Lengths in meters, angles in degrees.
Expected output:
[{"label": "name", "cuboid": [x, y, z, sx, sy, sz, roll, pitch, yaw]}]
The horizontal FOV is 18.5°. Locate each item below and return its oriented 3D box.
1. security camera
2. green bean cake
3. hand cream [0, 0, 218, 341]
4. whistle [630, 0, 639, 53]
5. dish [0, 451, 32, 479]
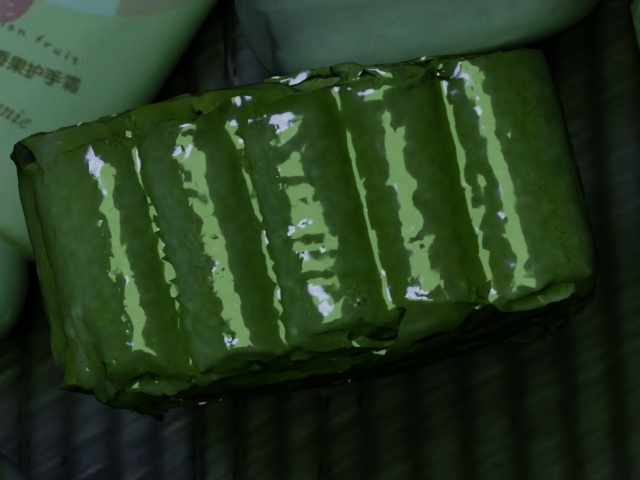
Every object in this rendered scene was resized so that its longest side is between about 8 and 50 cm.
[{"label": "security camera", "cuboid": [0.113, -0.129, 0.784, 0.301, 0.157, 0.080, -13, 107, 6]}, {"label": "green bean cake", "cuboid": [0.000, 0.000, 0.751, 0.200, 0.214, 0.113, -11, 84, 6]}, {"label": "hand cream", "cuboid": [-0.112, -0.097, 0.861, 0.147, 0.093, 0.306, 24, 78, 12]}, {"label": "whistle", "cuboid": [0.192, -0.021, 0.780, 0.123, 0.123, 0.223, -27, 59, 7]}, {"label": "dish", "cuboid": [-0.164, 0.243, 0.736, 0.124, 0.324, 0.324, 34, 91, -16]}]
